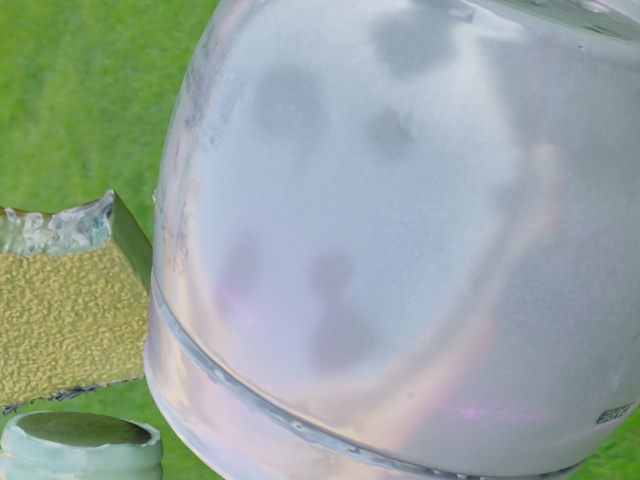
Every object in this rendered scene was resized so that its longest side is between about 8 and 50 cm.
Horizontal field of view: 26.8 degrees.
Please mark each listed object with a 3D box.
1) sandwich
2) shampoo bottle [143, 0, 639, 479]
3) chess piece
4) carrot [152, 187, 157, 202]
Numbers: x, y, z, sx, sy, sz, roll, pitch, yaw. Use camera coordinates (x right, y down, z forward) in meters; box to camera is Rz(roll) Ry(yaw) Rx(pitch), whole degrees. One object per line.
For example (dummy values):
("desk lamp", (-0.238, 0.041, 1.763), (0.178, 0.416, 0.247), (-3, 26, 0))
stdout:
("sandwich", (-0.250, 0.050, 1.142), (0.245, 0.212, 0.063), (-15, 44, 12))
("shampoo bottle", (0.054, -0.010, 0.666), (0.273, 0.273, 0.266), (45, 125, 44))
("chess piece", (-0.090, 0.139, 0.478), (0.059, 0.059, 0.149), (9, 95, 51))
("carrot", (0.000, 0.000, 0.971), (0.061, 0.257, 0.061), (-49, 30, 41))
